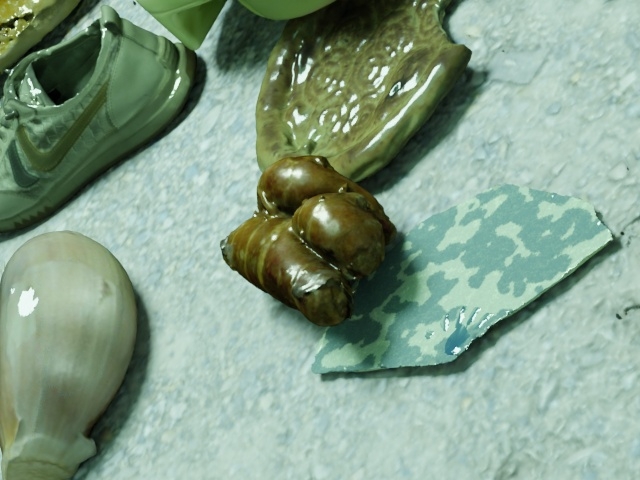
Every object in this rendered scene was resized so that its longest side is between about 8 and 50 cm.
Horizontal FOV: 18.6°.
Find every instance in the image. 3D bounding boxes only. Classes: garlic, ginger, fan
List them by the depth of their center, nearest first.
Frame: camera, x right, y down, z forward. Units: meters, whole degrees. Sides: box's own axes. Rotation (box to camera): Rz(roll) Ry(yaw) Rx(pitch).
[{"bbox_3d":[0.089,0.026,1.270,0.240,0.009,0.131,-26,44,31],"label":"fan"},{"bbox_3d":[0.000,0.000,1.332,0.103,0.073,0.162,-63,32,3],"label":"ginger"},{"bbox_3d":[-0.208,0.054,1.506,0.148,0.128,0.267,-26,32,14],"label":"garlic"}]

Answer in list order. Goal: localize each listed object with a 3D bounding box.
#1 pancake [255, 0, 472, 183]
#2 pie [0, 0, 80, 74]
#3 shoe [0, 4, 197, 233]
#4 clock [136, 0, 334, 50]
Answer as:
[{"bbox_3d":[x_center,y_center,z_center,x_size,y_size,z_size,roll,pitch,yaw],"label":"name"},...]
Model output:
[{"bbox_3d":[0.030,-0.132,1.445,0.212,0.029,0.235,-33,40,26],"label":"pancake"},{"bbox_3d":[-0.316,-0.196,1.823,0.282,0.068,0.129,-36,51,13],"label":"pie"},{"bbox_3d":[-0.229,-0.101,1.638,0.275,0.098,0.103,-34,37,25],"label":"shoe"},{"bbox_3d":[-0.003,-0.271,1.506,0.308,0.096,0.235,-6,48,51],"label":"clock"}]
